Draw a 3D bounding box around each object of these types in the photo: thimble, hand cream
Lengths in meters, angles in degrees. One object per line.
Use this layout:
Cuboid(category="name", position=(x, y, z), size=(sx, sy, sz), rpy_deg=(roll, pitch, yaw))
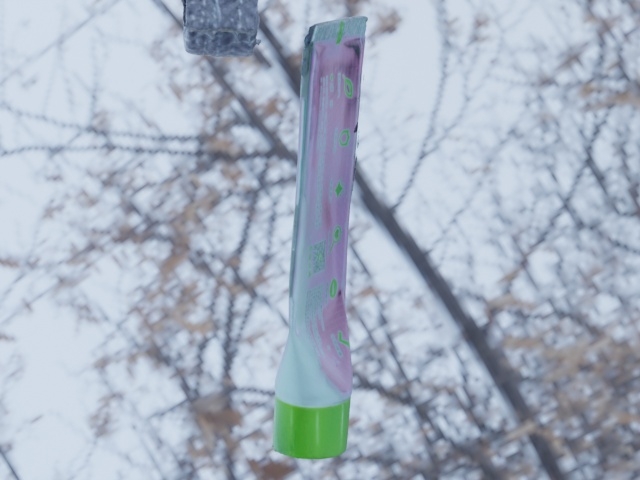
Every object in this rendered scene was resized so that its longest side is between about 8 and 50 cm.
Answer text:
Cuboid(category="thimble", position=(-0.085, -0.206, 1.384), size=(0.066, 0.095, 0.104), rpy_deg=(-1, -117, -8))
Cuboid(category="hand cream", position=(0.001, 0.000, 1.026), size=(0.079, 0.050, 0.275), rpy_deg=(-104, 17, -77))
